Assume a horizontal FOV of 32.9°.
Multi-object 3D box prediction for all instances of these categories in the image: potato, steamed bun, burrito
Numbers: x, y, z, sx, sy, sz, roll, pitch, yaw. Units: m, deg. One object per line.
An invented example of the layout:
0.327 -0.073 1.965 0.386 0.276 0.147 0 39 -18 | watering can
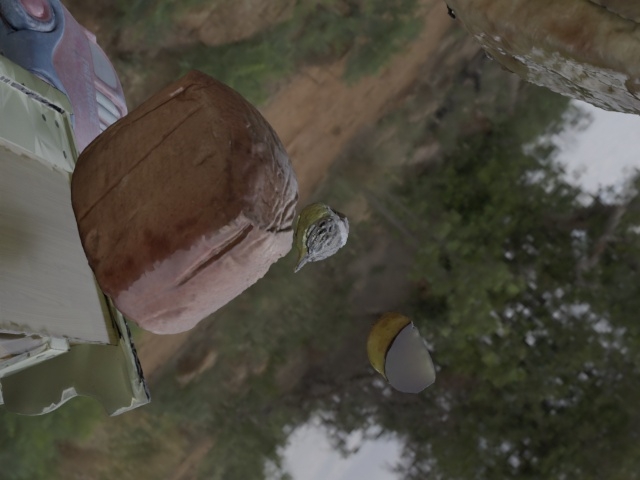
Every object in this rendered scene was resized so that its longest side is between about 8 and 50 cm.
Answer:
0.092 0.145 1.424 0.066 0.096 0.103 -25 -164 -16 | potato
-0.085 -0.028 0.737 0.145 0.106 0.175 -34 -136 15 | steamed bun
0.241 -0.133 0.752 0.175 0.347 0.107 -1 108 -43 | burrito

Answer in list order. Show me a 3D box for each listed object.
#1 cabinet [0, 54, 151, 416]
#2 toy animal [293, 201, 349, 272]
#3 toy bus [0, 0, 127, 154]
-0.331 0.023 0.904 0.227 0.318 0.290 -20 168 9 | cabinet
0.000 0.000 1.865 0.098 0.098 0.137 124 -22 -59 | toy animal
-0.324 -0.136 1.238 0.197 0.294 0.232 -32 145 24 | toy bus
